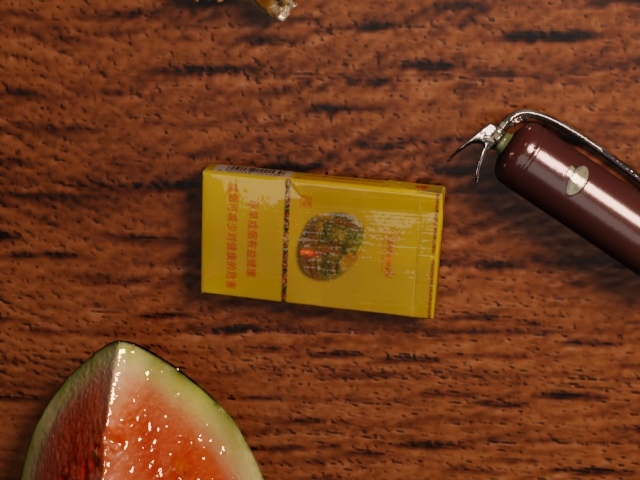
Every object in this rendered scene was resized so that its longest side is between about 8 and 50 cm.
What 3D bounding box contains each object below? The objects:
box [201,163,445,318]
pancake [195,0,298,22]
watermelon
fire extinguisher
[{"bbox_3d":[0.000,0.000,0.871,0.155,0.023,0.086,6,107,10],"label":"box"},{"bbox_3d":[-0.080,-0.241,0.789,0.266,0.057,0.244,-38,98,20],"label":"pancake"},{"bbox_3d":[-0.111,0.173,0.920,0.145,0.137,0.193,15,116,-31],"label":"watermelon"},{"bbox_3d":[0.158,-0.028,0.817,0.158,0.043,0.064,34,82,-1],"label":"fire extinguisher"}]
